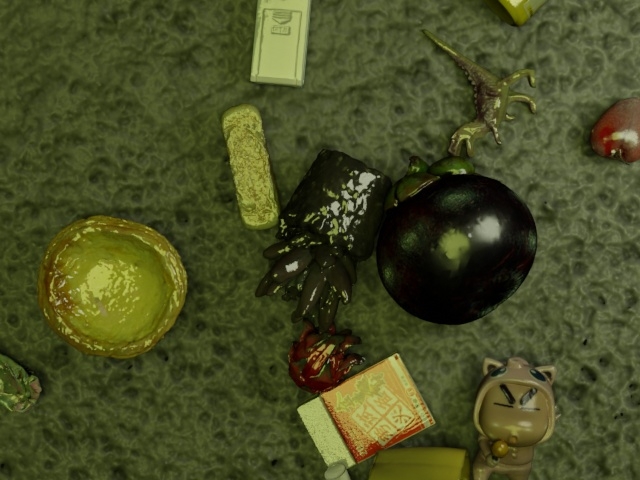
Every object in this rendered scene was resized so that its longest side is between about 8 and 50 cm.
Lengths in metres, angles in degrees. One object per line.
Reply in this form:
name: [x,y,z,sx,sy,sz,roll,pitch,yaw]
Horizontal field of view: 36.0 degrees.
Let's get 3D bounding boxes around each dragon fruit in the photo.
dragon fruit: [0.004,0.226,1.887,0.130,0.121,0.142,9,112,-24]

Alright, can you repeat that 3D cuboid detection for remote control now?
remote control: [-0.070,-0.435,1.880,0.102,0.055,0.277,6,93,3]

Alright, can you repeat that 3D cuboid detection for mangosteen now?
mangosteen: [0.229,0.003,1.783,0.300,0.300,0.301,0,94,4]

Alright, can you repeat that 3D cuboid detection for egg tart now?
egg tart: [-0.398,0.089,1.903,0.293,0.123,0.294,0,90,2]

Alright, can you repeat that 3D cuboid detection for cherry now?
cherry: [0.563,-0.197,1.836,0.106,0.087,0.126,39,77,7]

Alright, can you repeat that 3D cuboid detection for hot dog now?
hot dog: [-0.132,-0.140,1.893,0.084,0.073,0.243,-13,93,2]

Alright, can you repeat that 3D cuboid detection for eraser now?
eraser: [0.087,0.338,1.925,0.230,0.038,0.157,-29,92,5]

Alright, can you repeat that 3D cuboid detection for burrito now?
burrito: [-0.690,0.236,1.958,0.309,0.066,0.096,29,98,4]

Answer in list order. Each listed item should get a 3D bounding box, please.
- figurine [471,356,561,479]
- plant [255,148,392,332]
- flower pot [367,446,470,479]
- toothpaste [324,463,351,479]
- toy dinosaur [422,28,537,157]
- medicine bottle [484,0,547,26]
figurine: [0.362,0.366,1.840,0.176,0.186,0.288,13,101,1]
plant: [0.000,0.000,1.838,0.181,0.194,0.321,28,84,-16]
flower pot: [0.182,0.479,1.862,0.179,0.195,0.195,6,94,15]
toothpaste: [0.059,0.527,1.924,0.071,0.045,0.194,-22,112,5]
toy dinosaur: [0.305,-0.287,1.858,0.199,0.072,0.252,-7,103,14]
medicine bottle: [0.399,-0.506,1.809,0.212,0.122,0.122,-44,90,5]
